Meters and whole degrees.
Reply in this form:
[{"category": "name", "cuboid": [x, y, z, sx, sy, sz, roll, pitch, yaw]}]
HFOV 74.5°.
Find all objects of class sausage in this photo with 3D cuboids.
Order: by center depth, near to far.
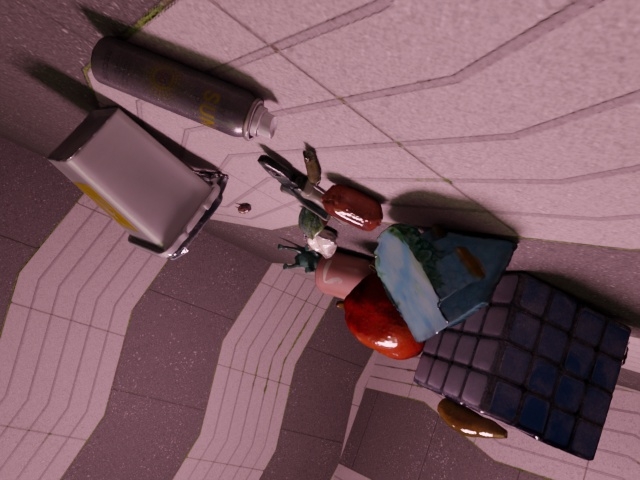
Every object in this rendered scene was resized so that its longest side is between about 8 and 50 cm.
[{"category": "sausage", "cuboid": [0.068, -0.070, 0.880, 0.141, 0.076, 0.076, 22, 170, -11]}]

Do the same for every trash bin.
[{"category": "trash bin", "cuboid": [-0.462, -0.164, 1.104, 0.255, 0.296, 0.368, 14, 153, 43]}]

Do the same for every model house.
[{"category": "model house", "cuboid": [0.273, 0.051, 0.885, 0.261, 0.240, 0.226, 96, 150, -68]}]

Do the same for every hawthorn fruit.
[{"category": "hawthorn fruit", "cuboid": [0.199, 0.216, 1.316, 0.306, 0.266, 0.265, 8, 164, 25]}]

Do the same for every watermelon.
[{"category": "watermelon", "cuboid": [-0.023, -0.055, 1.192, 0.092, 0.084, 0.072, 57, -160, 10]}]

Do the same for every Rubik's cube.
[{"category": "Rubik's cube", "cuboid": [0.506, 0.300, 1.110, 0.336, 0.345, 0.343, 26, 169, -10]}]

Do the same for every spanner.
[{"category": "spanner", "cuboid": [-0.037, -0.112, 0.974, 0.095, 0.040, 0.324, 14, 168, 36]}]

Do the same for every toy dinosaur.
[{"category": "toy dinosaur", "cuboid": [-0.005, 0.103, 1.922, 0.383, 0.130, 0.330, 12, 176, 40]}]

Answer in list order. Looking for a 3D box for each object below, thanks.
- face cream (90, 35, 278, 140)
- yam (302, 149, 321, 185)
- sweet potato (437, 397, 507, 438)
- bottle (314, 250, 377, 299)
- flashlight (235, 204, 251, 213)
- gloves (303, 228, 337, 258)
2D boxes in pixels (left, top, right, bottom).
[{"category": "face cream", "cuboid": [-0.200, -0.224, 0.640, 0.283, 0.073, 0.073, 22, 170, 1]}, {"category": "yam", "cuboid": [-0.015, -0.140, 0.810, 0.033, 0.027, 0.129, 61, 178, 11]}, {"category": "sweet potato", "cuboid": [0.387, 0.480, 1.111, 0.077, 0.077, 0.243, 25, 172, -18]}, {"category": "bottle", "cuboid": [0.134, 0.134, 1.549, 0.296, 0.173, 0.207, 15, 134, 37]}, {"category": "flashlight", "cuboid": [-0.270, -0.109, 1.494, 0.052, 0.032, 0.110, 27, 169, -24]}, {"category": "gloves", "cuboid": [0.003, -0.003, 1.368, 0.114, 0.070, 0.153, 29, 164, 10]}]
